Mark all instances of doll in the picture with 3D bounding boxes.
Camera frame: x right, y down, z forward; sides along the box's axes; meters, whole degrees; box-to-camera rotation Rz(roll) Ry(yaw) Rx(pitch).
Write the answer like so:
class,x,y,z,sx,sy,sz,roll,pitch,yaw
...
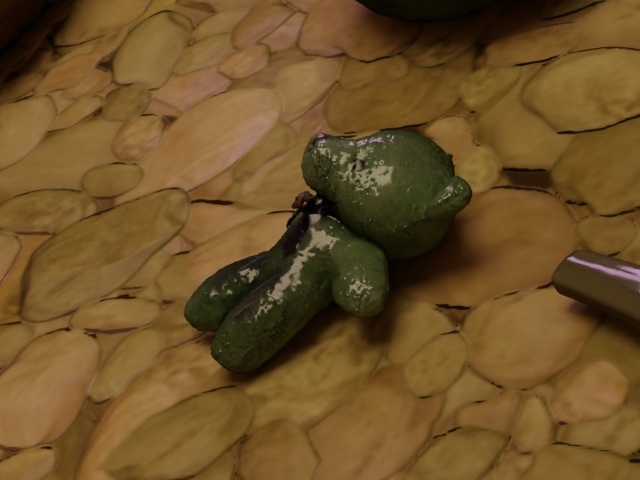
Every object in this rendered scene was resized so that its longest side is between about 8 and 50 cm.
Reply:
class,x,y,z,sx,sy,sz,roll,pitch,yaw
doll,0.000,0.000,0.900,0.150,0.077,0.115,-40,23,-2

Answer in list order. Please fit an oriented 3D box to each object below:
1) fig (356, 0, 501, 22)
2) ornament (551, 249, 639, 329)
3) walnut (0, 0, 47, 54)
class,x,y,z,sx,sy,sz,roll,pitch,yaw
fig,0.056,-0.251,1.055,0.203,0.235,0.203,-22,35,16
ornament,0.199,0.012,0.749,0.230,0.061,0.245,-37,32,-19
walnut,-0.248,-0.182,1.260,0.137,0.137,0.245,-5,30,29
